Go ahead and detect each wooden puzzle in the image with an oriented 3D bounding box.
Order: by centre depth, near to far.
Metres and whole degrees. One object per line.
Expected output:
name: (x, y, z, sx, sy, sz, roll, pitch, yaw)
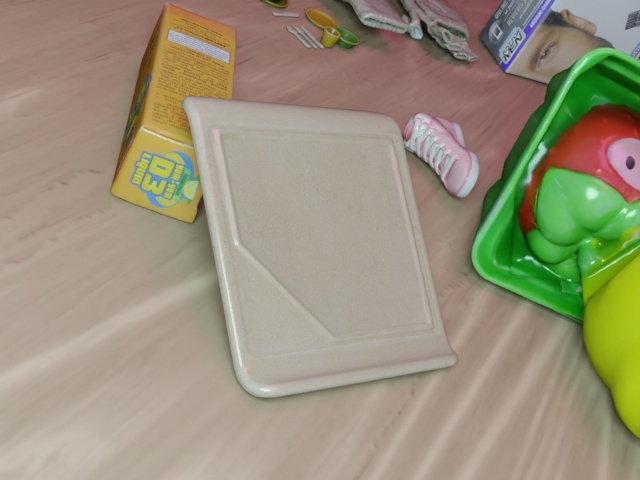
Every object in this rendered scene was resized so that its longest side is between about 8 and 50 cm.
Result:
wooden puzzle: (0.000, 0.000, 0.766, 0.221, 0.044, 0.238, -2, 71, -42)

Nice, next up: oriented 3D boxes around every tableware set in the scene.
tableware set: (-0.020, -0.295, 1.216, 0.104, 0.024, 0.154, -10, 50, -46)

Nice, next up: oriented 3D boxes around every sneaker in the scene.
sneaker: (0.126, -0.097, 1.048, 0.070, 0.051, 0.134, 18, 32, -18)

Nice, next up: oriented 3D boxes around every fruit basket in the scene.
fruit basket: (0.342, 0.019, 0.904, 0.392, 0.282, 0.392, 25, 15, -8)

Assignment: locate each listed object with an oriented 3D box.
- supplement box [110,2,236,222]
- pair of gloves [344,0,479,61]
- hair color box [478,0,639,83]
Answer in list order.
supplement box: (-0.125, -0.120, 0.848, 0.080, 0.078, 0.233, 19, 34, -19)
pair of gloves: (0.099, -0.330, 1.345, 0.240, 0.042, 0.204, 3, 39, -39)
hair color box: (0.436, -0.324, 1.480, 0.339, 0.185, 0.110, 8, 41, -31)
